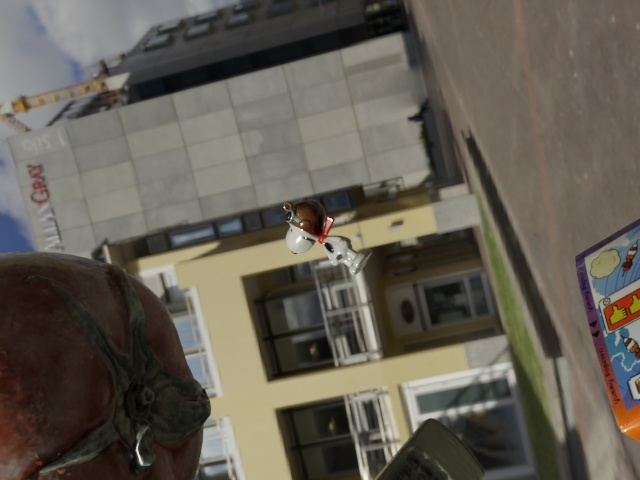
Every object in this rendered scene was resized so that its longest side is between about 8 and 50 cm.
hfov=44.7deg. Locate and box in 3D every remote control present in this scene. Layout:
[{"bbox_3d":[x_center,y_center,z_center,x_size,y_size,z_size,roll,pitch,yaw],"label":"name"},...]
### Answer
[{"bbox_3d":[0.116,0.374,1.072,0.123,0.285,0.038,48,147,5],"label":"remote control"}]

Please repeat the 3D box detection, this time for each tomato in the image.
[{"bbox_3d":[-0.250,0.165,0.696,0.317,0.283,0.316,-15,-90,-70],"label":"tomato"}]

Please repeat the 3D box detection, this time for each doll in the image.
[{"bbox_3d":[0.004,-0.004,0.696,0.040,0.085,0.058,-42,-37,-49],"label":"doll"}]

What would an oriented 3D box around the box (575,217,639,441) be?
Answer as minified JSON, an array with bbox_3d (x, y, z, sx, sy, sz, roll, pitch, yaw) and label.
[{"bbox_3d":[0.586,0.099,1.073,0.257,0.349,0.318,31,-139,-27],"label":"box"}]
